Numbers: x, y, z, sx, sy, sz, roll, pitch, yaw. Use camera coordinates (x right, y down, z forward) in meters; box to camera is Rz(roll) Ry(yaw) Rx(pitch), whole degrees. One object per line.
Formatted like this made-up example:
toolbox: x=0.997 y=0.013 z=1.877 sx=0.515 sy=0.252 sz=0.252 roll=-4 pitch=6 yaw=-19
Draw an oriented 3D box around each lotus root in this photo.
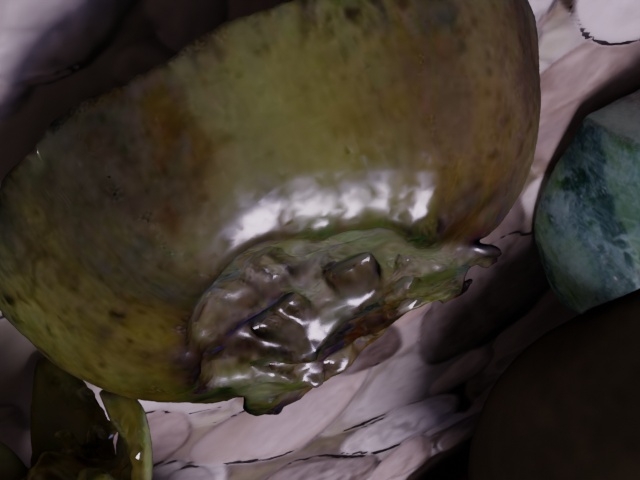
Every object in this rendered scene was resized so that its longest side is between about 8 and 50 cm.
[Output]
lotus root: x=-0.004 y=0.001 z=0.400 sx=0.204 sy=0.078 sz=0.183 roll=-19 pitch=157 yaw=-19

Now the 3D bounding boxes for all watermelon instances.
watermelon: x=0.152 y=-0.027 z=0.527 sx=0.094 sy=0.081 sz=0.180 roll=-26 pitch=171 yaw=-48

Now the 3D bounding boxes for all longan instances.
longan: x=0.186 y=0.120 z=0.568 sx=0.248 sy=0.248 sz=0.248 roll=-21 pitch=145 yaw=-15

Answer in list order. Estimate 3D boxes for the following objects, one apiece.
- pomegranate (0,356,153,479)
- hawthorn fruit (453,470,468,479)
pomegranate: x=-0.130 y=0.198 z=0.493 sx=0.231 sy=0.231 sz=0.285 roll=-27 pitch=117 yaw=-7
hawthorn fruit: x=0.124 y=0.213 z=0.728 sx=0.194 sy=0.157 sz=0.157 roll=-18 pitch=145 yaw=-30
